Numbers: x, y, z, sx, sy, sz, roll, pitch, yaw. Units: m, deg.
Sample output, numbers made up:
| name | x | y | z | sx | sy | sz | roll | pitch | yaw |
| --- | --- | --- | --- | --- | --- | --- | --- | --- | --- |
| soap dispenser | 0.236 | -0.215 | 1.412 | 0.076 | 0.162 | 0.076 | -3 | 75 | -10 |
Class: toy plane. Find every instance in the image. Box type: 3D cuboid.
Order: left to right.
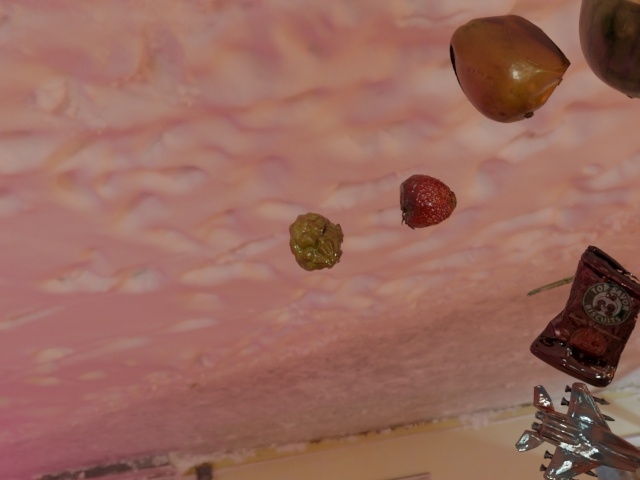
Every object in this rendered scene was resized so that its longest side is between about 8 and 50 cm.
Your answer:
| name | x | y | z | sx | sy | sz | roll | pitch | yaw |
| --- | --- | --- | --- | --- | --- | --- | --- | --- | --- |
| toy plane | 0.594 | 0.436 | 1.239 | 0.326 | 0.223 | 0.104 | 20 | 172 | 8 |

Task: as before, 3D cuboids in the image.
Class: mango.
| name | x | y | z | sx | sy | sz | roll | pitch | yaw |
| --- | --- | --- | --- | --- | --- | --- | --- | --- | --- |
| mango | 0.332 | -0.323 | 1.107 | 0.136 | 0.236 | 0.166 | -13 | 150 | -27 |

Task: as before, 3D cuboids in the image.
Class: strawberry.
| name | x | y | z | sx | sy | sz | roll | pitch | yaw |
| --- | --- | --- | --- | --- | --- | --- | --- | --- | --- |
| strawberry | 0.189 | -0.072 | 1.041 | 0.106 | 0.106 | 0.106 | -8 | 154 | -4 |

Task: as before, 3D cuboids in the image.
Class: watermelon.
| name | x | y | z | sx | sy | sz | roll | pitch | yaw |
| --- | --- | --- | --- | --- | --- | --- | --- | --- | --- |
| watermelon | 0.634 | -0.384 | 1.155 | 0.330 | 0.331 | 0.189 | 6 | 127 | -30 |

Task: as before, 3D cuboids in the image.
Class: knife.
| name | x | y | z | sx | sy | sz | roll | pitch | yaw |
| --- | --- | --- | --- | --- | --- | --- | --- | --- | --- |
| knife | 0.567 | 0.088 | 1.329 | 0.207 | 0.014 | 0.030 | -20 | 151 | 3 |

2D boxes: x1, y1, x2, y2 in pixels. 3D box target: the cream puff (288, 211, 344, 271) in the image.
| name | x | y | z | sx | sy | sz | roll | pitch | yaw |
| --- | --- | --- | --- | --- | --- | --- | --- | --- | --- |
| cream puff | 0.000 | 0.000 | 1.349 | 0.116 | 0.146 | 0.146 | -7 | 159 | 32 |

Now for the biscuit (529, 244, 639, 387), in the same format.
| name | x | y | z | sx | sy | sz | roll | pitch | yaw |
| --- | --- | --- | --- | --- | --- | --- | --- | --- | --- |
| biscuit | 0.486 | 0.140 | 1.028 | 0.063 | 0.151 | 0.235 | -29 | 142 | -51 |
